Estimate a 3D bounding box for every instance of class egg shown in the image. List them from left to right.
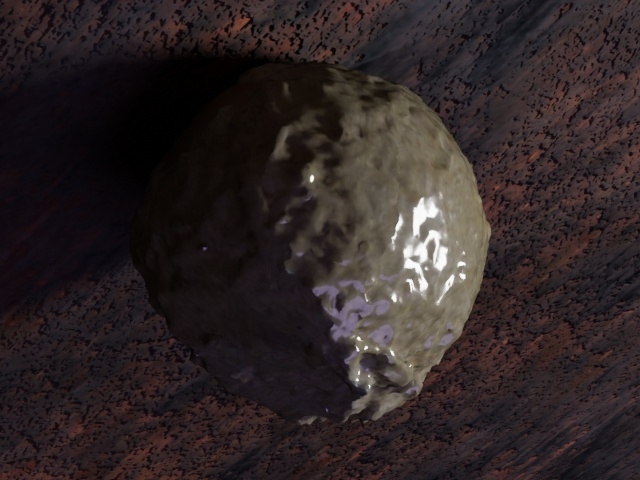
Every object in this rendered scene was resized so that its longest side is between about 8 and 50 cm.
[{"bbox_3d":[0.000,0.000,1.478,0.279,0.279,0.310,-33,140,8],"label":"egg"}]
